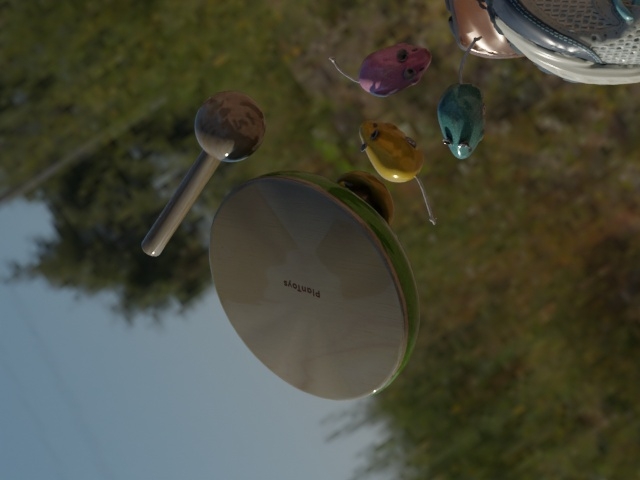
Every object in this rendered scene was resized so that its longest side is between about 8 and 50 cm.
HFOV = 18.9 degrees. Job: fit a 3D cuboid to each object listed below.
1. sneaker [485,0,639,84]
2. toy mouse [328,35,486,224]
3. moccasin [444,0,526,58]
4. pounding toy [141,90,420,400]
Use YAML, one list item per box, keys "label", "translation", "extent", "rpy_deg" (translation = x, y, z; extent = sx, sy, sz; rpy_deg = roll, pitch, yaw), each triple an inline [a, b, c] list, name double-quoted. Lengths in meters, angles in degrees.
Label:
- label: "sneaker"
  translation: [0.236, -0.154, 1.116]
  extent: [0.122, 0.283, 0.110]
  rpy_deg: [129, 143, -72]
- label: "toy mouse"
  translation: [0.081, -0.113, 1.567]
  extent: [0.161, 0.143, 0.031]
  rpy_deg: [47, -154, 4]
- label: "moccasin"
  translation: [0.142, -0.284, 1.475]
  extent: [0.380, 0.147, 0.139]
  rpy_deg: [70, -150, -43]
- label: "pounding toy"
  translation: [0.000, 0.000, 1.450]
  extent: [0.237, 0.110, 0.183]
  rpy_deg: [41, 134, 16]
